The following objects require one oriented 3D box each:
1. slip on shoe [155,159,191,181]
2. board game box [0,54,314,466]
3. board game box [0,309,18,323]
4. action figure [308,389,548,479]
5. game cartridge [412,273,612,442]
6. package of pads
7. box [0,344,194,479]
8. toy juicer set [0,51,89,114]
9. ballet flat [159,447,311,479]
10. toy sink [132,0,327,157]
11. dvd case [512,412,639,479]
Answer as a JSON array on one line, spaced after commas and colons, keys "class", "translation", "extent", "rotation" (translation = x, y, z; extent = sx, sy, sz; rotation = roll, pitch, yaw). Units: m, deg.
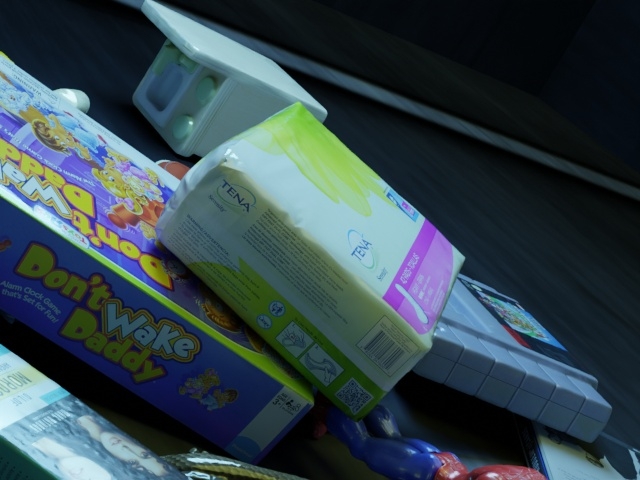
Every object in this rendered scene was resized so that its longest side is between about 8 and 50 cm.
[{"class": "slip on shoe", "translation": [-0.045, 0.005, 1.446], "extent": [0.331, 0.101, 0.123], "rotation": [36, 19, 23]}, {"class": "board game box", "translation": [-0.168, 0.005, 1.125], "extent": [0.347, 0.078, 0.233], "rotation": [36, 19, -21]}, {"class": "board game box", "translation": [-0.259, -0.029, 1.277], "extent": [0.208, 0.056, 0.347], "rotation": [37, 17, 9]}, {"class": "action figure", "translation": [0.074, 0.210, 1.092], "extent": [0.280, 0.139, 0.091], "rotation": [15, 5, 42]}, {"class": "game cartridge", "translation": [0.158, 0.091, 1.553], "extent": [0.230, 0.068, 0.355], "rotation": [19, 13, -19]}, {"class": "package of pads", "translation": [0.000, 0.000, 1.196], "extent": [0.229, 0.101, 0.296], "rotation": [43, 17, -2]}, {"class": "box", "translation": [-0.207, 0.119, 0.890], "extent": [0.244, 0.060, 0.100], "rotation": [33, 16, 10]}, {"class": "toy juicer set", "translation": [-0.358, -0.153, 1.409], "extent": [0.329, 0.089, 0.209], "rotation": [25, 5, 18]}, {"class": "ballet flat", "translation": [-0.008, 0.197, 0.986], "extent": [0.250, 0.084, 0.058], "rotation": [19, 20, -17]}, {"class": "toy sink", "translation": [-0.138, -0.179, 1.783], "extent": [0.234, 0.131, 0.153], "rotation": [21, 18, -44]}, {"class": "dvd case", "translation": [0.287, 0.247, 1.429], "extent": [0.179, 0.029, 0.238], "rotation": [28, 17, -8]}]
